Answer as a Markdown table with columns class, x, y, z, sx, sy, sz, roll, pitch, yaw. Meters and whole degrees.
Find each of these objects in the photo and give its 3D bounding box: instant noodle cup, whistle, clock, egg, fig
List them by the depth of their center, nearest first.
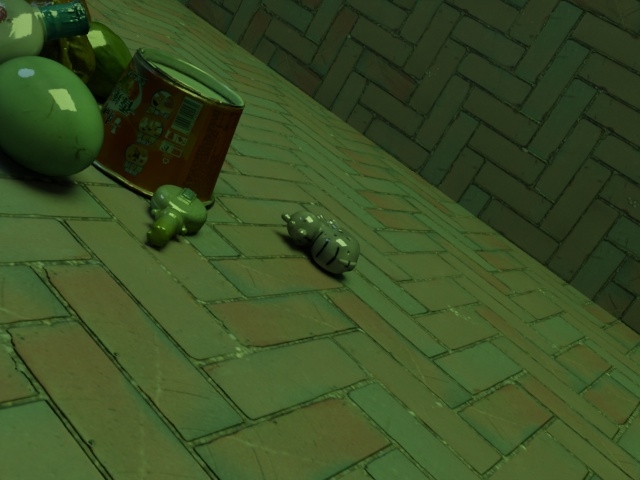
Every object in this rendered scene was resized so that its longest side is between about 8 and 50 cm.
| class | x | y | z | sx | sy | sz | roll | pitch | yaw |
| --- | --- | --- | --- | --- | --- | --- | --- | --- | --- |
| egg | -0.444 | -0.199 | 1.124 | 0.231 | 0.168 | 0.168 | 46 | 22 | 23 |
| whistle | -0.253 | -0.044 | 1.202 | 0.104 | 0.057 | 0.198 | 34 | 17 | -8 |
| instant noodle cup | -0.291 | -0.226 | 1.367 | 0.296 | 0.214 | 0.296 | 28 | 17 | -10 |
| clock | 0.000 | 0.001 | 1.456 | 0.117 | 0.080 | 0.176 | 11 | 26 | -49 |
| fig | -0.503 | -0.413 | 1.610 | 0.233 | 0.167 | 0.167 | 18 | 21 | -19 |

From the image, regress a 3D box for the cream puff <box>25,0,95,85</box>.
| class | x | y | z | sx | sy | sz | roll | pitch | yaw |
| --- | --- | --- | --- | --- | --- | --- | --- | --- | --- |
| cream puff | -0.577 | -0.386 | 1.394 | 0.244 | 0.196 | 0.244 | 4 | 46 | -4 |

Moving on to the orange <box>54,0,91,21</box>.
| class | x | y | z | sx | sy | sz | roll | pitch | yaw |
| --- | --- | --- | --- | --- | --- | --- | --- | --- | --- |
| orange | -0.724 | -0.595 | 1.720 | 0.334 | 0.196 | 0.262 | 13 | 3 | -33 |

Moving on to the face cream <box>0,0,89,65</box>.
| class | x | y | z | sx | sy | sz | roll | pitch | yaw |
| --- | --- | --- | --- | --- | --- | --- | --- | --- | --- |
| face cream | -0.579 | -0.365 | 1.221 | 0.336 | 0.080 | 0.163 | -18 | 68 | -26 |
